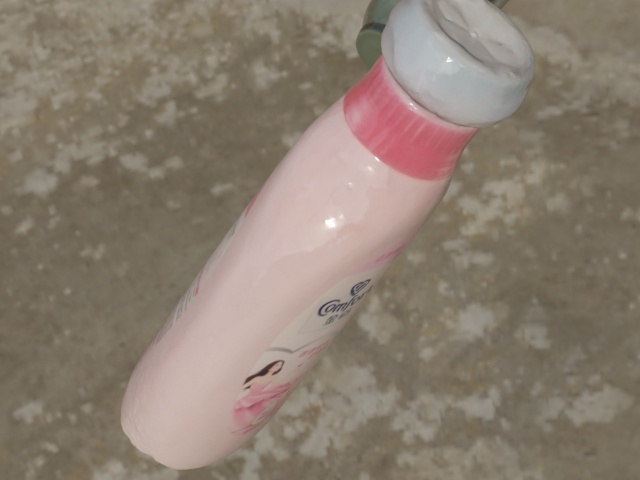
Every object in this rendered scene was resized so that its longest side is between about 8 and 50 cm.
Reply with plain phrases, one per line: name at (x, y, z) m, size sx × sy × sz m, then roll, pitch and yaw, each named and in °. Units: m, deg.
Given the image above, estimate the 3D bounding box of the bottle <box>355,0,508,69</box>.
bottle at (0.126, -0.222, 1.033) m, size 0.079 × 0.096 × 0.254 m, roll 40°, pitch 67°, yaw 5°

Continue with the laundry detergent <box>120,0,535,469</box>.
laundry detergent at (0.000, 0.000, 0.757) m, size 0.088 × 0.335 × 0.159 m, roll 42°, pitch 37°, yaw 6°
